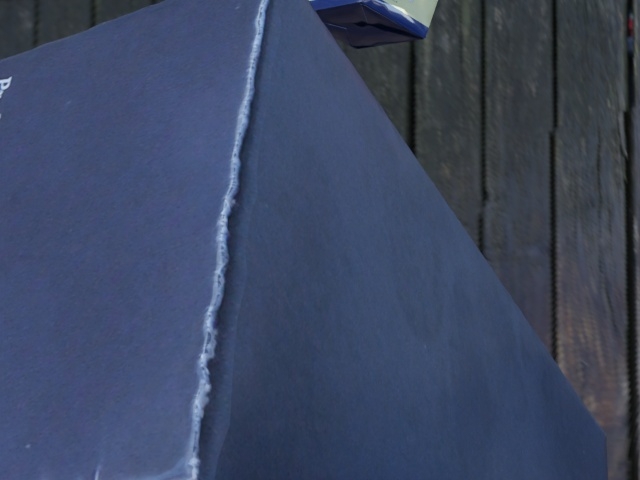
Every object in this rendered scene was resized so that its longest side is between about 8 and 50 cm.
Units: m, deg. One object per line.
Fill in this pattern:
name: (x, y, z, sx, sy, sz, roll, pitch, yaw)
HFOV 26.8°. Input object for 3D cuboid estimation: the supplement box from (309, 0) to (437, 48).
supplement box: (0.037, -0.178, 0.883, 0.083, 0.056, 0.083, 5, 73, 57)

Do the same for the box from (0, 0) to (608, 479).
box: (-0.126, 0.165, 0.773, 0.471, 0.480, 0.297, -13, 49, 25)
